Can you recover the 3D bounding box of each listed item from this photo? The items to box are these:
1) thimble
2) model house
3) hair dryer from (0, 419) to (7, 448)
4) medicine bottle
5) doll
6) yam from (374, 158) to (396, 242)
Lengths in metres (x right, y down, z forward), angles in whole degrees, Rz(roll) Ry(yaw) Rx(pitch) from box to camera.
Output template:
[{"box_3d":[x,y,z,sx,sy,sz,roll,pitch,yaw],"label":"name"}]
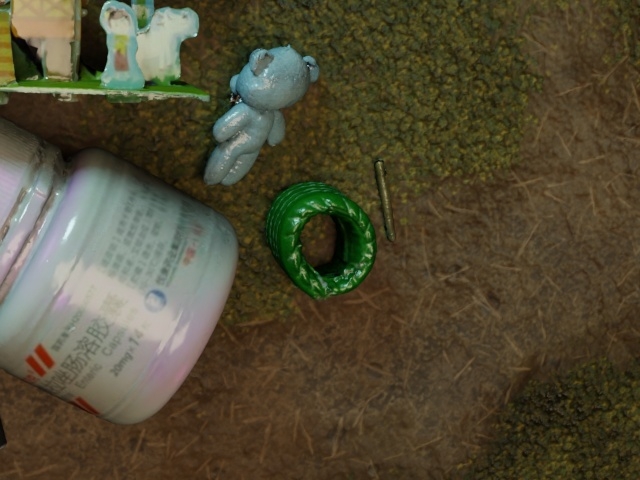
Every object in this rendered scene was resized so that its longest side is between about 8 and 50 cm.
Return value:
[{"box_3d":[0.000,0.000,1.872,0.118,0.090,0.130,-6,108,-20],"label":"thimble"},{"box_3d":[-0.271,-0.290,1.598,0.357,0.242,0.313,1,103,-15],"label":"model house"},{"box_3d":[-0.401,0.220,1.831,0.083,0.026,0.047,-14,109,-8],"label":"hair dryer"},{"box_3d":[-0.275,0.020,1.684,0.325,0.256,0.256,30,95,-18],"label":"medicine bottle"},{"box_3d":[-0.080,-0.146,1.817,0.180,0.075,0.120,-51,157,22],"label":"doll"},{"box_3d":[0.077,-0.048,1.927,0.014,0.014,0.107,-16,111,-15],"label":"yam"}]
